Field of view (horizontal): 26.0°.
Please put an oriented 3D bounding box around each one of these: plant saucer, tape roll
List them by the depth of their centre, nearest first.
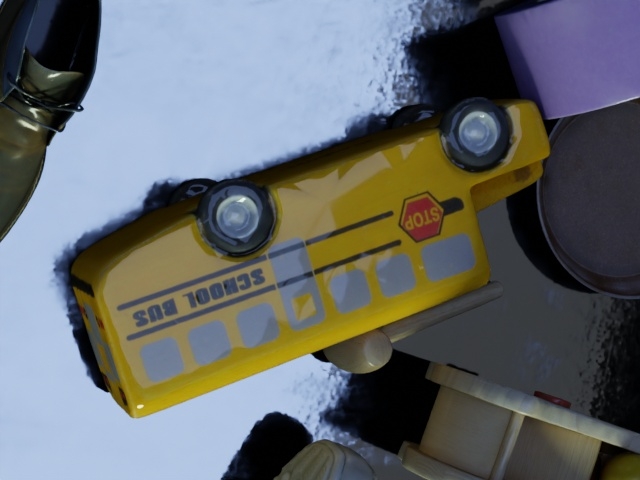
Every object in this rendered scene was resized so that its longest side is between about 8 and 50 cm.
[{"bbox_3d":[0.224,-0.154,0.983,0.189,0.189,0.080,-23,99,-16],"label":"tape roll"},{"bbox_3d":[0.237,-0.039,1.077,0.168,0.029,0.169,-1,93,-19],"label":"plant saucer"}]

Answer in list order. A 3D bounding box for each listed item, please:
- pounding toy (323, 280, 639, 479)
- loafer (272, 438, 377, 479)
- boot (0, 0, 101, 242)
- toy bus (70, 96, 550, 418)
[{"bbox_3d":[0.145,0.112,0.986,0.269,0.154,0.155,21,86,-18],"label":"pounding toy"},{"bbox_3d":[-0.022,0.297,0.969,0.111,0.112,0.320,18,94,-23],"label":"loafer"},{"bbox_3d":[-0.199,-0.087,0.889,0.082,0.106,0.219,21,86,-18],"label":"boot"},{"bbox_3d":[0.000,0.000,0.957,0.332,0.108,0.130,-20,99,-17],"label":"toy bus"}]
